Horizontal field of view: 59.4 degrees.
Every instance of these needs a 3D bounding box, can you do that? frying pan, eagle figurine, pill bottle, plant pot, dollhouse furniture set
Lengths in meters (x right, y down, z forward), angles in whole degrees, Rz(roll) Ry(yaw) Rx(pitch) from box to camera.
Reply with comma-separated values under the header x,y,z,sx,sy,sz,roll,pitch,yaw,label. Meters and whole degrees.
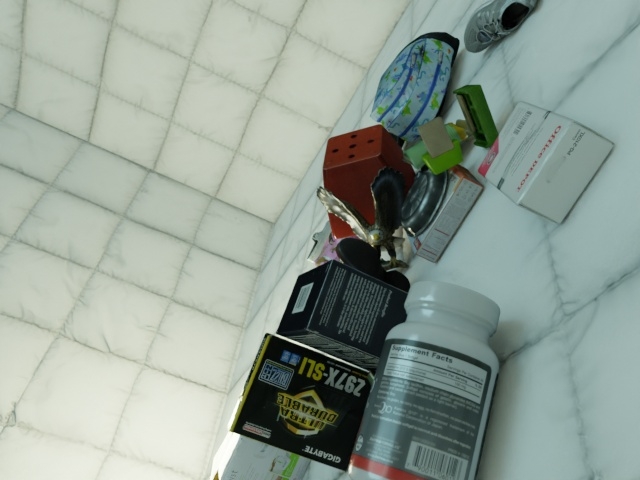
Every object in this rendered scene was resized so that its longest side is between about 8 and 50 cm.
x,y,z,sx,sy,sz,roll,pitch,yaw,label
0.282,-0.158,1.496,0.197,0.053,0.326,134,156,-59,frying pan
0.147,-0.049,1.591,0.225,0.226,0.298,-6,104,64,eagle figurine
0.196,0.272,0.993,0.210,0.210,0.363,-35,33,66,pill bottle
0.136,-0.198,1.736,0.267,0.236,0.267,-12,39,18,plant pot
0.311,-0.300,1.492,0.197,0.151,0.301,-28,16,2,dollhouse furniture set

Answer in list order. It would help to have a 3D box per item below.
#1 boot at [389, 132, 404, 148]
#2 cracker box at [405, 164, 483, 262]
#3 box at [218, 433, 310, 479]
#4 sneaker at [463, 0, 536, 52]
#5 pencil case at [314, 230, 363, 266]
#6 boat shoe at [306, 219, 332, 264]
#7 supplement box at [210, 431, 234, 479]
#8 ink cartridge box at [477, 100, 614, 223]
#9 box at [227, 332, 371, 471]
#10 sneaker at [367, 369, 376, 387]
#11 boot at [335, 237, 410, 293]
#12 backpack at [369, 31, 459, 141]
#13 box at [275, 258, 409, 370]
x,y,z,sx,sy,sz,roll,pitch,yaw,label
0.270,-0.339,2.075,0.178,0.085,0.236,-52,-22,-43,boot
0.314,-0.077,1.450,0.232,0.067,0.156,-61,12,20,cracker box
-0.153,0.634,1.703,0.262,0.231,0.127,-66,13,3,box
0.498,-0.621,1.584,0.281,0.105,0.115,-43,26,59,sneaker
0.120,-0.055,1.994,0.167,0.160,0.386,24,89,44,pencil case
0.000,0.001,2.537,0.227,0.081,0.079,-70,14,-15,boat shoe
-0.253,0.769,1.947,0.191,0.194,0.129,-61,14,20,supplement box
0.422,-0.157,1.084,0.172,0.100,0.237,-62,13,18,ink cartridge box
-0.040,0.412,1.439,0.257,0.322,0.079,-68,12,-11,box
0.141,0.380,1.338,0.086,0.064,0.192,-61,16,0,sneaker
0.064,0.104,1.551,0.280,0.264,0.096,-20,51,44,boot
0.311,-0.505,1.899,0.290,0.273,0.356,-31,50,58,backpack
0.083,0.198,1.381,0.183,0.294,0.296,-69,13,-17,box
